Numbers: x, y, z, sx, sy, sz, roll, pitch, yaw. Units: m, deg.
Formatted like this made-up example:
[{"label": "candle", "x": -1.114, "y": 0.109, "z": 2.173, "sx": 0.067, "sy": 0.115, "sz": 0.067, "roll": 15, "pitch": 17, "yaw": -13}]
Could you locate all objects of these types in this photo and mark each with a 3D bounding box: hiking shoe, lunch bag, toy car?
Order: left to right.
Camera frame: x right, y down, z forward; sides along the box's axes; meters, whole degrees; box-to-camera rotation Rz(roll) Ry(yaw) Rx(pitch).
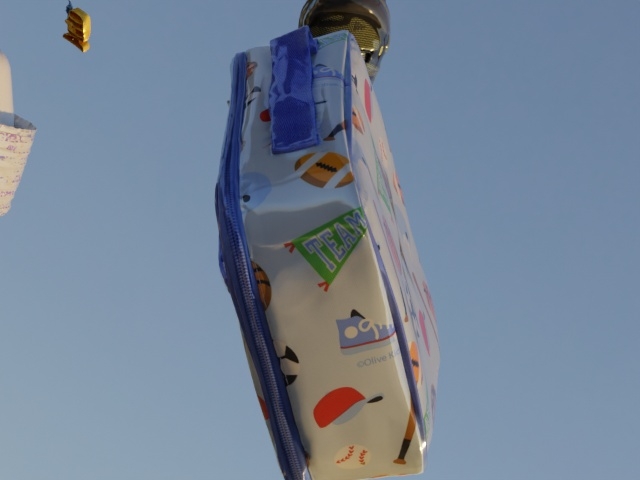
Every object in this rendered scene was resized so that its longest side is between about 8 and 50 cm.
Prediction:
[{"label": "toy car", "x": -0.182, "y": -0.196, "z": 1.342, "sx": 0.122, "sy": 0.060, "sz": 0.040, "roll": 50, "pitch": -36, "yaw": 33}, {"label": "lunch bag", "x": 0.000, "y": 0.000, "z": 1.172, "sx": 0.303, "sy": 0.115, "sz": 0.243, "roll": -93, "pitch": 168, "yaw": -62}, {"label": "hiking shoe", "x": 0.016, "y": -0.129, "z": 1.609, "sx": 0.086, "sy": 0.114, "sz": 0.227, "roll": 3, "pitch": -38, "yaw": -6}]

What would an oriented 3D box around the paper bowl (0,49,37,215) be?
[{"label": "paper bowl", "x": -0.390, "y": -0.133, "z": 1.606, "sx": 0.284, "sy": 0.148, "sz": 0.284, "roll": 21, "pitch": 4, "yaw": -2}]
